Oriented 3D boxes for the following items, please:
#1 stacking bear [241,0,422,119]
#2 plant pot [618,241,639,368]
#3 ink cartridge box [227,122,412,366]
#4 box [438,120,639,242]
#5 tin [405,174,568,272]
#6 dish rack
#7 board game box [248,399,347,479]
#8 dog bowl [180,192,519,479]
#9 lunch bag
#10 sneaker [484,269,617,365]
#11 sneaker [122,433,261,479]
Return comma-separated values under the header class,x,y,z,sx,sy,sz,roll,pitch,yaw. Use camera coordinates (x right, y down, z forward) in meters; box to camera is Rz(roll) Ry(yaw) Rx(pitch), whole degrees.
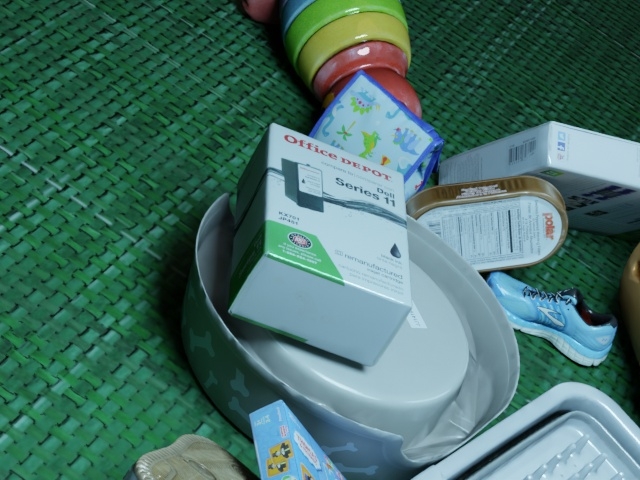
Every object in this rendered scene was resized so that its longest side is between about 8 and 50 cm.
class,x,y,z,sx,sy,sz,roll,pitch,yaw
stacking bear,0.035,-0.224,2.006,0.164,0.175,0.289,-1,55,-27
plant pot,0.463,0.088,1.845,0.290,0.291,0.203,13,22,-24
ink cartridge box,0.000,0.000,1.573,0.153,0.087,0.208,20,35,-16
box,0.333,-0.061,1.965,0.322,0.232,0.059,13,76,-26
tin,0.179,-0.013,1.844,0.189,0.106,0.040,-8,37,1
dish rack,0.228,0.299,1.524,0.333,0.072,0.285,-26,67,-42
board game box,0.004,0.260,1.398,0.160,0.039,0.211,55,15,-42
dog bowl,0.021,0.091,1.641,0.348,0.102,0.349,20,37,-16
lunch bag,0.056,-0.095,1.853,0.129,0.151,0.096,42,37,17
sneaker,0.260,0.071,1.866,0.162,0.073,0.063,27,35,0
sneaker,-0.130,0.248,1.357,0.099,0.153,0.282,38,5,14
